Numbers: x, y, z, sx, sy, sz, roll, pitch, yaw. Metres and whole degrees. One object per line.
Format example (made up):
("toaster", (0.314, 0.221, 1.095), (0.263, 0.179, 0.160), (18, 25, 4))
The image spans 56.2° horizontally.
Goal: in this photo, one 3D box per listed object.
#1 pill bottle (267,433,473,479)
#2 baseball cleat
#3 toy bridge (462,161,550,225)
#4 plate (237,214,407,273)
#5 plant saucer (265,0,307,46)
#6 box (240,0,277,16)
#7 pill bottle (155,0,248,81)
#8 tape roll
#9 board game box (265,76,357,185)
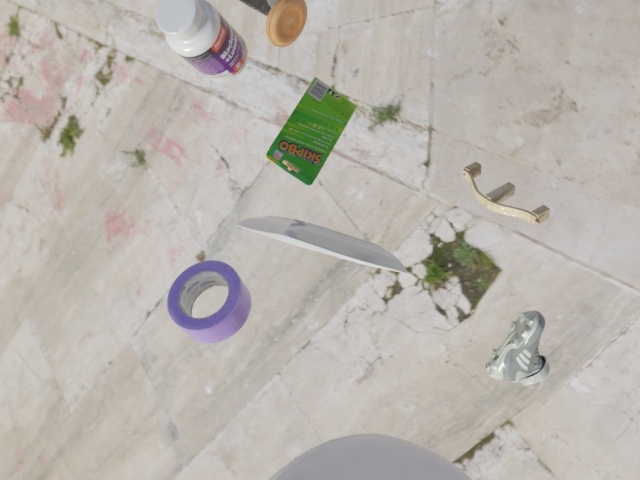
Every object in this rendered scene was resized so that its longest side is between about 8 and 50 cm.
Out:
("pill bottle", (-0.029, 0.299, 0.426), (0.204, 0.204, 0.361), (58, 136, 21))
("baseball cleat", (0.385, 0.200, 1.102), (0.109, 0.072, 0.206), (18, 142, 0))
("toy bridge", (0.316, -0.079, 1.060), (0.188, 0.063, 0.026), (46, 156, 43))
("plate", (0.000, 0.000, 1.227), (0.277, 0.278, 0.045), (13, 86, 63))
("plant saucer", (-0.051, -0.342, 0.937), (0.013, 0.083, 0.083), (39, 108, 26))
("box", (-0.069, -0.516, 0.898), (0.307, 0.242, 0.076), (-44, 52, 25))
("pill bottle", (-0.219, -0.377, 1.108), (0.108, 0.193, 0.108), (-2, 83, 17))
("tape roll", (-0.269, 0.148, 1.452), (0.189, 0.080, 0.189), (-7, 56, 11))
("board game box", (-0.021, -0.249, 1.379), (0.259, 0.124, 0.039), (-62, 10, -28))
